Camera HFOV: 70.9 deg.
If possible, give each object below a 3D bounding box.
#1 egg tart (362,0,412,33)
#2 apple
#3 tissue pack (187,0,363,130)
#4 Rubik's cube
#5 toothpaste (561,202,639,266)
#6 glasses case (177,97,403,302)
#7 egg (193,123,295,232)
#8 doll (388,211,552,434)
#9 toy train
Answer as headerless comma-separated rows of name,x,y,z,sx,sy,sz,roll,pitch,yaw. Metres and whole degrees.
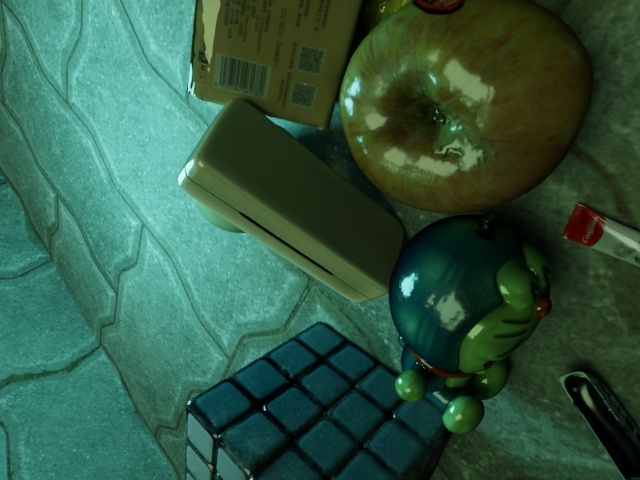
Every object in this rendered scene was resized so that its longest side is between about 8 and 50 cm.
egg tart,0.103,-0.308,0.595,0.105,0.039,0.105,20,121,37
apple,0.153,-0.150,0.507,0.261,0.194,0.260,21,123,35
tissue pack,-0.049,-0.352,0.630,0.239,0.239,0.305,39,132,25
Rubik's cube,-0.016,0.418,0.819,0.337,0.345,0.343,30,126,30
toothpaste,0.368,0.017,0.494,0.190,0.031,0.048,32,131,34
glasses case,-0.026,-0.047,0.650,0.336,0.144,0.076,36,141,-21
egg,-0.128,-0.110,0.802,0.253,0.187,0.186,-37,81,50
doll,0.180,0.099,0.590,0.186,0.199,0.321,30,130,30
toy train,0.383,0.255,0.573,0.043,0.047,0.207,-41,77,45
